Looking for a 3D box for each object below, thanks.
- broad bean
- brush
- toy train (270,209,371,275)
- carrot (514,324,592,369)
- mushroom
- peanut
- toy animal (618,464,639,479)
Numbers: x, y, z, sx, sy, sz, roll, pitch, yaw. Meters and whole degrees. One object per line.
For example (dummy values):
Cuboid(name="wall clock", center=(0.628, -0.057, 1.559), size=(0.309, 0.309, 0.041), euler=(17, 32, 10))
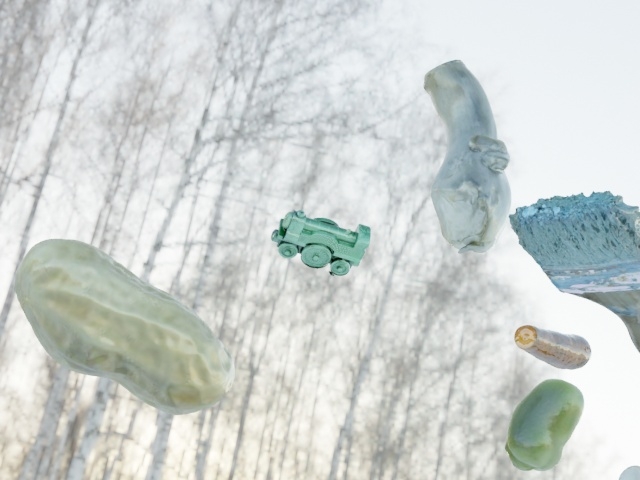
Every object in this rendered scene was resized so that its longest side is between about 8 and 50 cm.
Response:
Cuboid(name="broad bean", center=(0.396, 0.329, 1.770), size=(0.124, 0.174, 0.082), euler=(11, -26, 47))
Cuboid(name="brush", center=(0.174, 0.034, 0.562), size=(0.070, 0.021, 0.196), euler=(-6, -35, 37))
Cuboid(name="toy train", center=(0.000, 0.000, 1.851), size=(0.178, 0.071, 0.104), euler=(17, -46, -11))
Cuboid(name="carrot", center=(0.187, 0.086, 0.799), size=(0.032, 0.032, 0.093), euler=(-11, -20, 39))
Cuboid(name="mushroom", center=(0.172, -0.102, 1.176), size=(0.096, 0.278, 0.099), euler=(6, -35, -7))
Cuboid(name="peanut", center=(-0.254, 0.116, 1.277), size=(0.313, 0.152, 0.152), euler=(33, -28, -6))
Cuboid(name="toy animal", center=(0.233, 0.247, 0.806), size=(0.124, 0.085, 0.071), euler=(-31, -36, 19))
